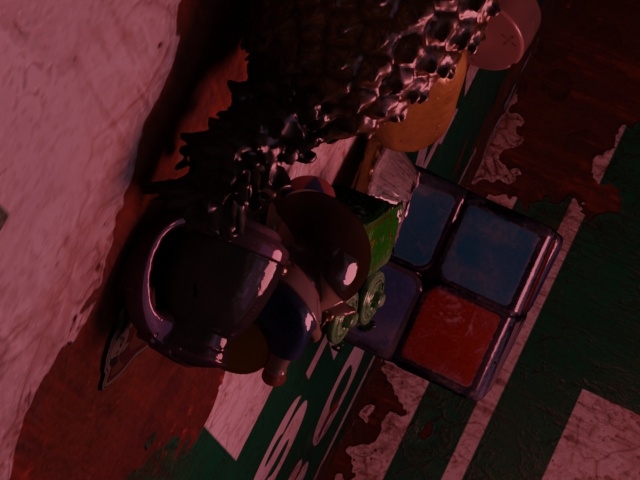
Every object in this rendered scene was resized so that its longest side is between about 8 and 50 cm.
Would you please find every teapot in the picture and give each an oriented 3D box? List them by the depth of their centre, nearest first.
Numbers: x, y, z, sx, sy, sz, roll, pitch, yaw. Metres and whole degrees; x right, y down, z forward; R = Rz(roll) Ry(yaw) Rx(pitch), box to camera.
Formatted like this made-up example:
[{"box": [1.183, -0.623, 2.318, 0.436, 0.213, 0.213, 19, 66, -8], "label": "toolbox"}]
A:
[{"box": [-0.105, 0.044, 1.294, 0.148, 0.116, 0.146, 39, 70, -77], "label": "teapot"}]

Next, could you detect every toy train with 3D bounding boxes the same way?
[{"box": [0.016, 0.029, 1.874, 0.243, 0.132, 0.188, -30, 136, -66], "label": "toy train"}]

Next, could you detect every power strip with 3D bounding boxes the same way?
[{"box": [0.258, -0.343, 2.202, 0.078, 0.154, 0.154, -56, 167, -29], "label": "power strip"}]

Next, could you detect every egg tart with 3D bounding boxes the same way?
[{"box": [0.085, -0.054, 2.088, 0.234, 0.094, 0.234, 20, 90, -87], "label": "egg tart"}]

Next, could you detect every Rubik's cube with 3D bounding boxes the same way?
[{"box": [0.205, 0.061, 2.413, 0.316, 0.318, 0.313, -67, 169, 4], "label": "Rubik's cube"}]

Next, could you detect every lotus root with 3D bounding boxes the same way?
[{"box": [0.114, -0.215, 1.804, 0.303, 0.130, 0.146, 99, -5, -60], "label": "lotus root"}]

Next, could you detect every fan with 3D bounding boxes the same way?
[{"box": [-0.155, 0.056, 1.395, 0.220, 0.009, 0.132, -51, 165, -52], "label": "fan"}]

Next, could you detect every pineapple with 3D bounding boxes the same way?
[{"box": [-0.007, -0.152, 1.229, 0.362, 0.202, 0.202, -48, 166, -16], "label": "pineapple"}]

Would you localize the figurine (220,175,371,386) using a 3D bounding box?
[{"box": [-0.033, 0.034, 1.619, 0.158, 0.161, 0.275, -20, -160, 38], "label": "figurine"}]
